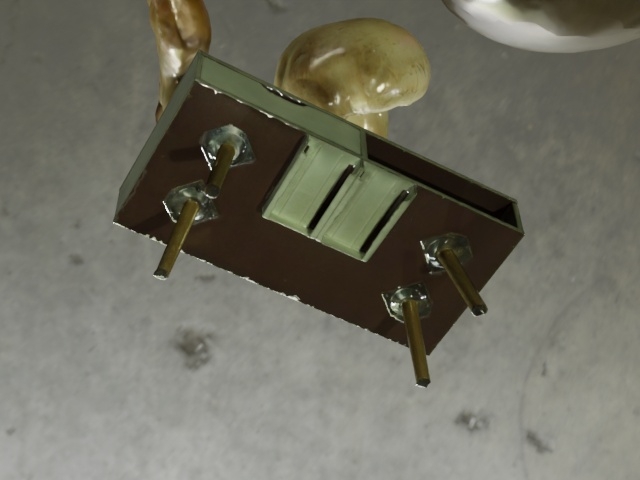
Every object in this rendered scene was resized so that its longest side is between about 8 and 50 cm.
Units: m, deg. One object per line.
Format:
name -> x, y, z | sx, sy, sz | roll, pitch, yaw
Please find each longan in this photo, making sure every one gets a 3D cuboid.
longan -> 0.176, -0.222, 1.003 | 0.198, 0.212, 0.198 | 37, 136, 47

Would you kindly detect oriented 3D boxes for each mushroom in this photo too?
mushroom -> 0.027, -0.143, 1.300 | 0.148, 0.148, 0.112 | 0, 104, 20

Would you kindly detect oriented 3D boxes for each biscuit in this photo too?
biscuit -> -0.112, -0.140, 1.149 | 0.047, 0.208, 0.164 | -7, 107, -7

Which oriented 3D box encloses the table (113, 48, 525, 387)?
table -> 0.000, 0.000, 0.922 | 0.240, 0.111, 0.121 | 24, 122, -17
